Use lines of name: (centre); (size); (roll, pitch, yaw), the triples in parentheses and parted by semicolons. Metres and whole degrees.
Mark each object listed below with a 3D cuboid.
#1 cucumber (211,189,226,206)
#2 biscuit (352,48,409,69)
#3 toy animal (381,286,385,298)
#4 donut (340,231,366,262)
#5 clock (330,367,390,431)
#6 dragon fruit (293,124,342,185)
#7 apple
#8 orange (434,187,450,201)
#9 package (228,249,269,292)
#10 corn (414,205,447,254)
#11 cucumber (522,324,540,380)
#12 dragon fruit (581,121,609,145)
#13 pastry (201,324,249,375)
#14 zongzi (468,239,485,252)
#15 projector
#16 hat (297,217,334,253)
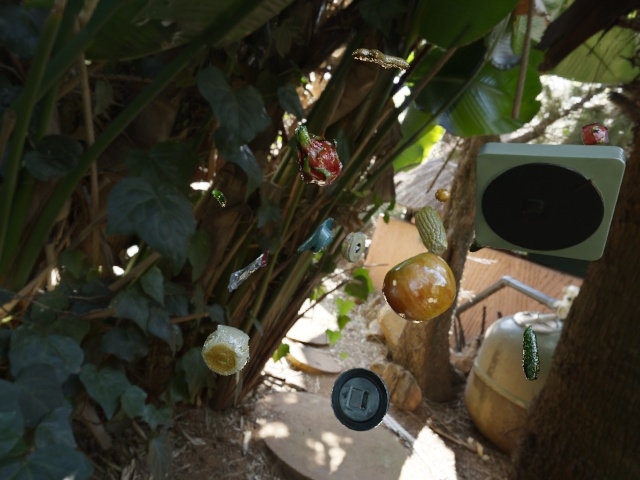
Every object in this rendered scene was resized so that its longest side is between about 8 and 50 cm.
cucumber: (-0.402, -0.168, 1.678); (0.039, 0.039, 0.168); (18, -14, 6)
biscuit: (0.260, -0.778, 1.804); (0.208, 0.047, 0.164); (0, 20, -36)
toy animal: (0.286, 0.232, 1.785); (0.084, 0.028, 0.050); (46, 57, 4)
donut: (0.168, 0.033, 2.163); (0.068, 0.174, 0.175); (19, 9, 34)
clock: (0.151, 0.596, 1.585); (0.226, 0.226, 0.049); (22, -8, 30)
dragon fruit: (-0.016, -0.341, 1.677); (0.198, 0.269, 0.200); (-19, 21, 16)
apple: (0.380, 0.182, 1.623); (0.233, 0.286, 0.286); (60, 16, 4)
orange: (0.679, -0.252, 2.338); (0.083, 0.070, 0.083); (0, 31, 0)
package: (-0.327, 0.134, 1.910); (0.030, 0.239, 0.154); (46, 17, -21)
corn: (0.538, -0.055, 2.057); (0.130, 0.130, 0.346); (15, 36, -10)
cucumber: (0.880, 0.469, 1.761); (0.069, 0.227, 0.069); (3, -12, 1)
dragon fruit: (0.732, -0.284, 1.121); (0.056, 0.060, 0.083); (-10, 3, 43)
pastry: (-0.315, 0.370, 1.411); (0.166, 0.165, 0.088); (16, 21, -2)
zongzi: (0.823, 0.024, 2.141); (0.113, 0.052, 0.104); (-5, -27, -12)
projector: (0.471, -0.085, 0.898); (0.259, 0.257, 0.079); (10, 46, 29)
hat: (0.000, 0.000, 1.620); (0.078, 0.191, 0.138); (48, 26, 5)
